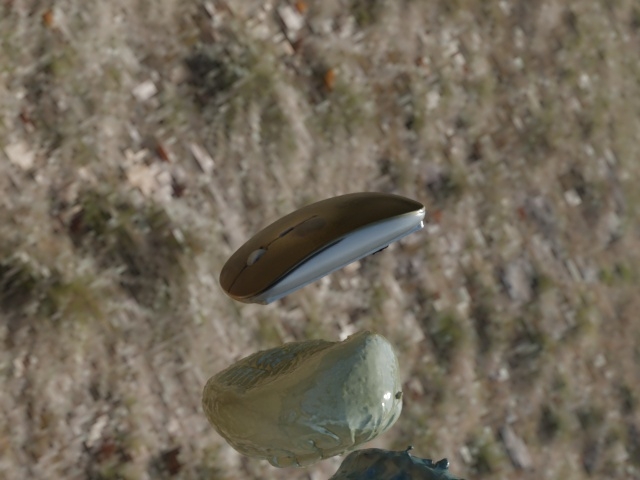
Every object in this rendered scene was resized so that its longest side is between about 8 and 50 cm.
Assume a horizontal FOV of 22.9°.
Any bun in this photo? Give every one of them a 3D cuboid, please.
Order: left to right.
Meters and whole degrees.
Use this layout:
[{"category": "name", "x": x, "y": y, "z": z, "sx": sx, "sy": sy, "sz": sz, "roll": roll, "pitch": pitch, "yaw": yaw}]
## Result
[{"category": "bun", "x": -0.014, "y": 0.189, "z": 1.800, "sx": 0.229, "sy": 0.229, "sz": 0.145, "roll": -44, "pitch": 118, "yaw": -64}]

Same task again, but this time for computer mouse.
[{"category": "computer mouse", "x": 0.000, "y": -0.002, "z": 1.433, "sx": 0.102, "sy": 0.199, "sz": 0.045, "roll": 28, "pitch": -41, "yaw": 62}]

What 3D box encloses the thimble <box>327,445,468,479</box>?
[{"category": "thimble", "x": 0.056, "y": 0.268, "z": 1.147, "sx": 0.198, "sy": 0.143, "sz": 0.235, "roll": 6, "pitch": 98, "yaw": -63}]
